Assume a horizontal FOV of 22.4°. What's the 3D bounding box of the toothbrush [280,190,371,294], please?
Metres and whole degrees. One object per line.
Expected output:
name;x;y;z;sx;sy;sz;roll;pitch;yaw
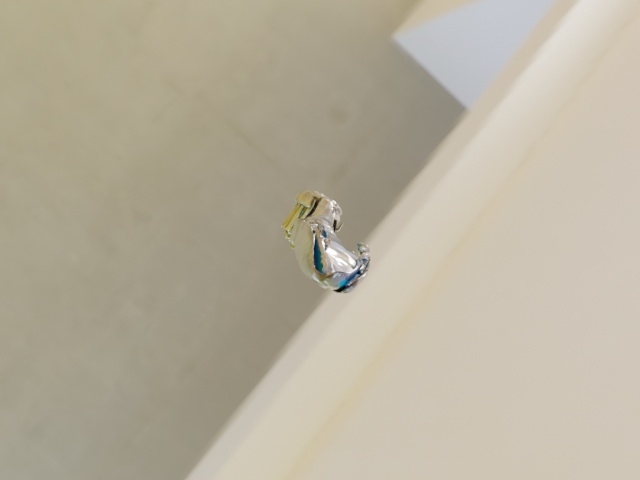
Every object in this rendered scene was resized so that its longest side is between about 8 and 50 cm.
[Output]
toothbrush;0.000;0.000;0.874;0.042;0.035;0.413;-60;-176;2
